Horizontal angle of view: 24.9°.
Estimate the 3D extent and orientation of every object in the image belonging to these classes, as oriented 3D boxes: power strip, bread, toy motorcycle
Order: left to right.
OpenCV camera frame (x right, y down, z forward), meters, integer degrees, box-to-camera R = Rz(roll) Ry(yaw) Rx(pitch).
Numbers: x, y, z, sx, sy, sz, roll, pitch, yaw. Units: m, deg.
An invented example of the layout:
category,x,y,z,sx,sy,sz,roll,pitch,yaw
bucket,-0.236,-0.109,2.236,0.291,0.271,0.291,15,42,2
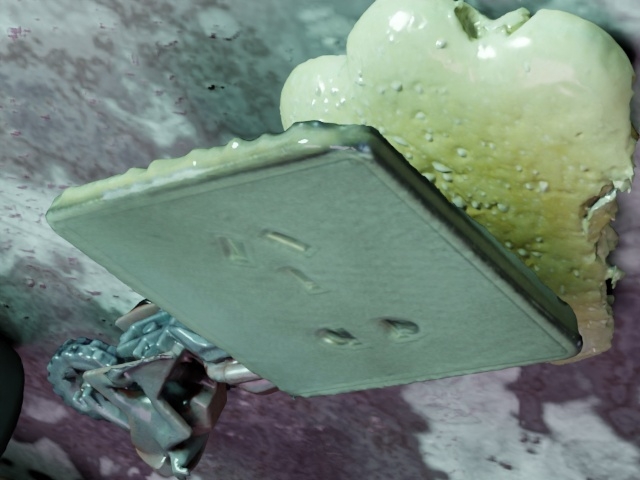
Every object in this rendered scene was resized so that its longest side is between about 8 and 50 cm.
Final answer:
category,x,y,z,sx,sy,sz,roll,pitch,yaw
toy motorcycle,-0.075,0.085,0.906,0.212,0.084,0.118,-23,116,39
power strip,0.000,0.000,0.707,0.198,0.064,0.213,-10,143,38
bread,0.066,-0.021,0.730,0.182,0.039,0.251,11,143,15

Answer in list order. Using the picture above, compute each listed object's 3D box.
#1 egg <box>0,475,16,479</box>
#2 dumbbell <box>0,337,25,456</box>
category,x,y,z,sx,sy,sz,roll,pitch,yaw
egg,-0.273,0.303,1.168,0.269,0.219,0.219,37,142,-27
dumbbell,-0.369,0.059,0.923,0.204,0.203,0.322,-17,128,41
